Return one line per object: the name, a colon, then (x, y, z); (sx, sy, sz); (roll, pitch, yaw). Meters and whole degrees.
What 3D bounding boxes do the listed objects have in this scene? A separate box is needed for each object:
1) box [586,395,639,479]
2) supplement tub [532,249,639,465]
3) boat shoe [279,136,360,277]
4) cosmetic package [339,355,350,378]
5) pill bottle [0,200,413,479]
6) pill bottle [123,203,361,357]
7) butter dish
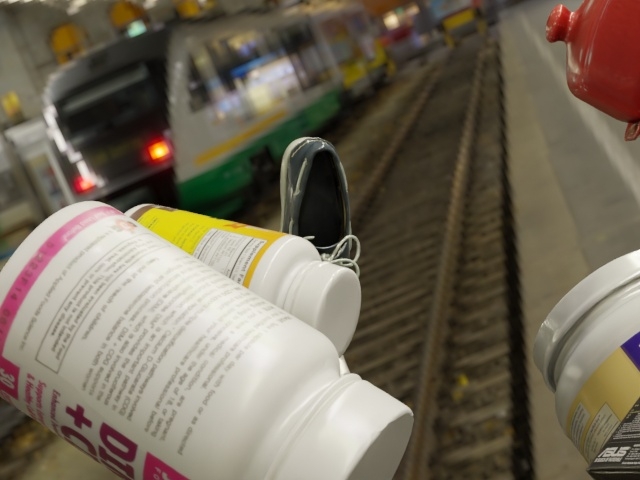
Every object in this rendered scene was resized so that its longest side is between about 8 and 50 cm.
box: (0.339, 0.087, 1.040); (0.242, 0.076, 0.307); (-50, 8, -19)
supplement tub: (0.394, 0.192, 1.598); (0.241, 0.331, 0.241); (-22, -37, -17)
boat shoe: (0.000, 0.000, 1.908); (0.095, 0.254, 0.079); (-1, 10, -17)
cosmetic package: (-0.018, 0.196, 1.481); (0.107, 0.127, 0.238); (8, 15, -6)
pill bottle: (-0.088, 0.104, 1.080); (0.160, 0.283, 0.160); (-50, -21, -28)
pill bottle: (-0.078, 0.042, 1.328); (0.215, 0.117, 0.117); (13, 24, 26)
butter dish: (0.255, -0.175, 1.347); (0.118, 0.160, 0.160); (18, 5, 7)
